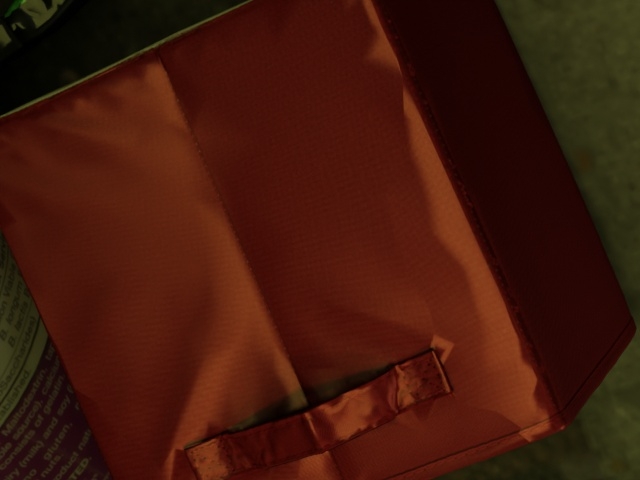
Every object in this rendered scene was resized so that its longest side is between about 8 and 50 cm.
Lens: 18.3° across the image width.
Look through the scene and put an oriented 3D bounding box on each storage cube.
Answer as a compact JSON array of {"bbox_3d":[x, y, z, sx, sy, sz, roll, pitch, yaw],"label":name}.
[{"bbox_3d":[0.000,0.000,0.825,0.184,0.215,0.193,-23,93,19],"label":"storage cube"}]

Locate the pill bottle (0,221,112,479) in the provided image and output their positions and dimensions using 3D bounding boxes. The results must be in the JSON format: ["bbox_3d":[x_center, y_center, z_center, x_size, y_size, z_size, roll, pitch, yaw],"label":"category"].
[{"bbox_3d":[-0.191,0.029,0.817,0.169,0.301,0.169,-13,57,22],"label":"pill bottle"}]

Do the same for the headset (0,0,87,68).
[{"bbox_3d":[-0.265,-0.143,0.858,0.394,0.185,0.243,-30,96,8],"label":"headset"}]
